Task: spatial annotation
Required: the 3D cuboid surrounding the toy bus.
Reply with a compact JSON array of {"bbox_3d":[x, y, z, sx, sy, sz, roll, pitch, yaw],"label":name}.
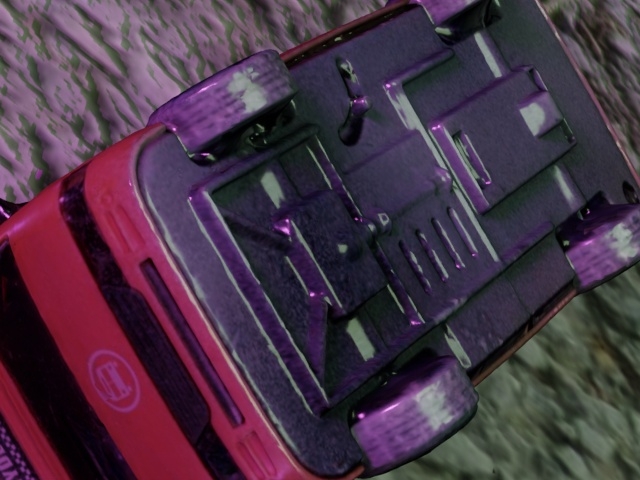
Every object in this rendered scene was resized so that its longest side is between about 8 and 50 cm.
[{"bbox_3d":[0.000,0.000,1.032,0.203,0.233,0.427,60,36,-2],"label":"toy bus"}]
